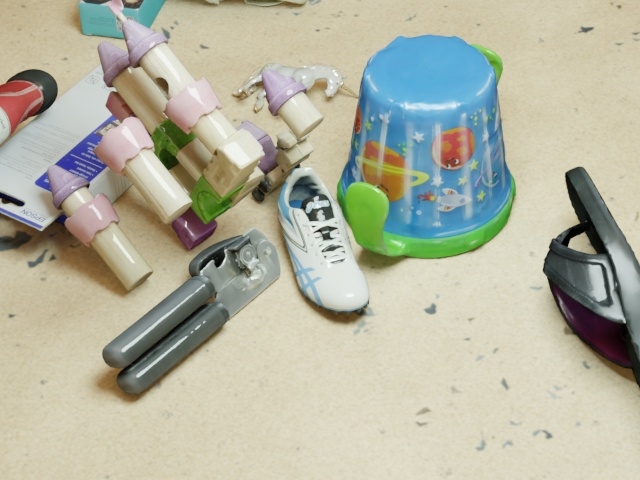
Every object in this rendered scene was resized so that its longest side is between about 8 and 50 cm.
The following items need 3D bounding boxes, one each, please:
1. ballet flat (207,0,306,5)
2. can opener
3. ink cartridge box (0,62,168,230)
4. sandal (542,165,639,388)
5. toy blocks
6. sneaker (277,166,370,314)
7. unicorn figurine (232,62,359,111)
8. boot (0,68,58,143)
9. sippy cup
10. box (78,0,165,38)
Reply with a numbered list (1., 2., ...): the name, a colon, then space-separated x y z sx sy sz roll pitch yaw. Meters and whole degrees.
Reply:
1. ballet flat: -0.133 -0.397 2.398 0.248 0.086 0.086 3 44 2
2. can opener: -0.162 0.082 1.923 0.283 0.076 0.095 -40 23 -32
3. ink cartridge box: -0.332 -0.115 2.126 0.165 0.065 0.333 24 48 25
4. sandal: 0.333 0.076 1.835 0.107 0.167 0.446 -20 43 7
5. toy blocks: -0.189 -0.149 1.948 0.309 0.288 0.260 -35 82 -29
6. sneaker: 0.000 0.000 1.976 0.085 0.086 0.237 -13 46 -13
7. unicorn figurine: -0.040 -0.224 2.228 0.162 0.060 0.111 24 50 25
8. boot: -0.475 -0.161 2.132 0.244 0.088 0.176 -15 20 33
9. sippy cup: 0.138 -0.135 2.011 0.240 0.224 0.305 -5 43 -3
10. box: -0.288 -0.410 2.434 0.100 0.060 0.244 9 44 12
